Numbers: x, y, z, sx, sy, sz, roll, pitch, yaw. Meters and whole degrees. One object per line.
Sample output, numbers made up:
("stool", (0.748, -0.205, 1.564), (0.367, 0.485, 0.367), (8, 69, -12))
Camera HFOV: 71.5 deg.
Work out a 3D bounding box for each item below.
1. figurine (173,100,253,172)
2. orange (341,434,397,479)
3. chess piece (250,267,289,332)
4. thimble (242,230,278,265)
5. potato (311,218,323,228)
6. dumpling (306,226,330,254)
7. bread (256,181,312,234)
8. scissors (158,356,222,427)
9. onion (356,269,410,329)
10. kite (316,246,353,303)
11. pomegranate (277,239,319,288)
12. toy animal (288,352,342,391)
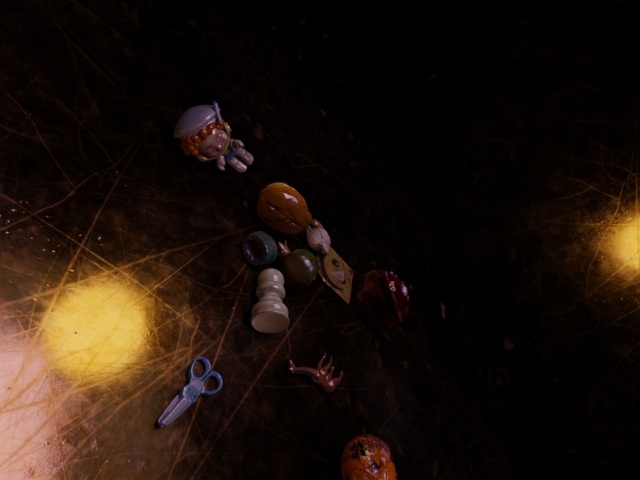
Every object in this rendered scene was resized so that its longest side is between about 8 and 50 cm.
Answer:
("figurine", (-0.458, -0.411, 1.893), (0.205, 0.224, 0.382), (53, -2, 35))
("orange", (0.182, 0.848, 1.659), (0.234, 0.182, 0.234), (29, 36, -24))
("chess piece", (-0.195, 0.215, 1.724), (0.144, 0.144, 0.251), (36, 33, -34))
("thimble", (-0.246, 0.035, 1.812), (0.135, 0.118, 0.090), (49, 24, 14))
("potato", (-0.017, -0.076, 2.311), (0.083, 0.040, 0.051), (46, 24, -24))
("dumpling", (0.000, 0.000, 2.215), (0.188, 0.108, 0.127), (50, 9, 34))
("bread", (-0.163, -0.138, 2.011), (0.269, 0.195, 0.143), (38, 27, -36))
("scissors", (-0.391, 0.456, 1.320), (0.125, 0.030, 0.256), (54, 29, -5))
("onion", (0.301, 0.288, 2.256), (0.146, 0.280, 0.314), (-3, 65, -40))
("kite", (0.082, 0.153, 2.282), (0.327, 0.013, 0.378), (9, 54, -53))
("pomegranate", (-0.114, 0.101, 1.909), (0.224, 0.181, 0.181), (42, 28, 14))
("toy animal", (-0.019, 0.520, 1.768), (0.224, 0.066, 0.229), (57, 36, -3))
